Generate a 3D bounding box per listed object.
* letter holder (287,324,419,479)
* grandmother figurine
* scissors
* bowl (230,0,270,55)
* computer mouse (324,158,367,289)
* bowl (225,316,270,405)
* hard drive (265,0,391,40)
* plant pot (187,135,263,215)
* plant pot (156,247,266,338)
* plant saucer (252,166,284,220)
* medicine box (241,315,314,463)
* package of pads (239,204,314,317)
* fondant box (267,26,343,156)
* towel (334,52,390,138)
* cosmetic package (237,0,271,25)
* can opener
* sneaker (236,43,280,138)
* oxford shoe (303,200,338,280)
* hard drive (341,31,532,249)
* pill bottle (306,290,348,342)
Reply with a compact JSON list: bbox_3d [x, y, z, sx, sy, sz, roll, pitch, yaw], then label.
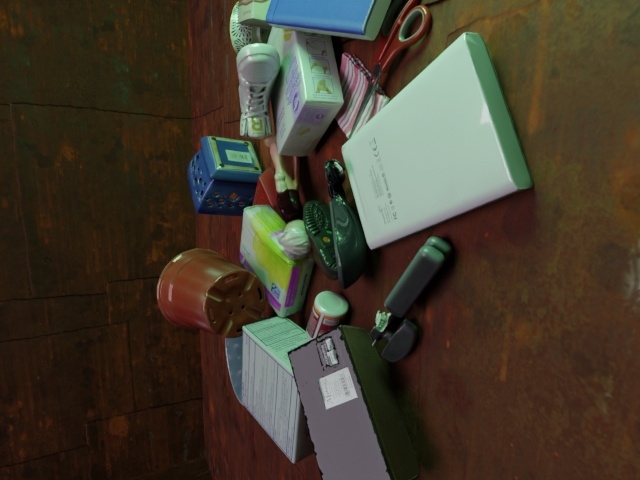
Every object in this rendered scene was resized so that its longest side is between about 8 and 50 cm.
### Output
[{"bbox_3d":[0.088,0.355,0.854,0.152,0.215,0.301,-33,59,24],"label":"letter holder"},{"bbox_3d":[-0.086,-0.123,1.105,0.208,0.104,0.341,41,-145,-69],"label":"grandmother figurine"},{"bbox_3d":[0.110,-0.333,0.780,0.297,0.021,0.108,-53,52,43],"label":"scissors"},{"bbox_3d":[-0.214,-0.676,1.296,0.080,0.170,0.170,14,113,15],"label":"bowl"},{"bbox_3d":[0.060,-0.031,0.880,0.188,0.072,0.271,74,-171,-78],"label":"computer mouse"},{"bbox_3d":[-0.215,0.394,1.401,0.312,0.163,0.311,19,111,61],"label":"bowl"},{"bbox_3d":[0.024,-0.522,0.794,0.319,0.040,0.210,34,107,41],"label":"hard drive"},{"bbox_3d":[-0.346,-0.246,1.499,0.212,0.236,0.235,-55,46,42],"label":"plant pot"},{"bbox_3d":[-0.323,0.170,1.240,0.265,0.273,0.272,6,100,49],"label":"plant pot"},{"bbox_3d":[-0.186,-0.080,1.401,0.259,0.048,0.258,64,146,37],"label":"plant saucer"},{"bbox_3d":[-0.091,0.395,1.119,0.289,0.149,0.263,25,117,46],"label":"medicine box"},{"bbox_3d":[-0.145,0.051,1.228,0.296,0.101,0.229,45,136,36],"label":"package of pads"},{"bbox_3d":[-0.054,-0.414,1.006,0.238,0.096,0.329,138,126,-62],"label":"fondant box"},{"bbox_3d":[0.073,-0.300,0.881,0.197,0.029,0.144,65,147,34],"label":"towel"},{"bbox_3d":[-0.151,-0.772,1.135,0.153,0.129,0.295,34,124,55],"label":"cosmetic package"},{"bbox_3d":[0.166,0.113,0.739,0.093,0.074,0.280,31,131,16],"label":"can opener"},{"bbox_3d":[-0.153,-0.349,1.008,0.292,0.108,0.169,160,105,-78],"label":"sneaker"},{"bbox_3d":[0.000,0.000,1.017,0.096,0.083,0.227,110,149,-56],"label":"oxford shoe"},{"bbox_3d":[0.164,-0.136,0.693,0.353,0.047,0.232,-29,73,61],"label":"hard drive"},{"bbox_3d":[0.012,0.208,1.015,0.086,0.086,0.151,57,141,43],"label":"pill bottle"}]
